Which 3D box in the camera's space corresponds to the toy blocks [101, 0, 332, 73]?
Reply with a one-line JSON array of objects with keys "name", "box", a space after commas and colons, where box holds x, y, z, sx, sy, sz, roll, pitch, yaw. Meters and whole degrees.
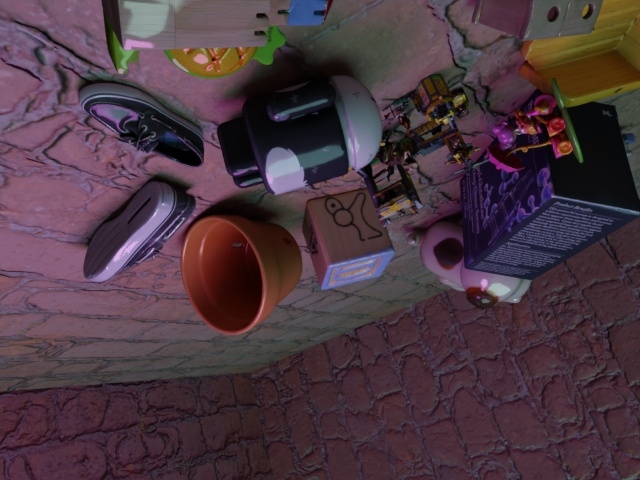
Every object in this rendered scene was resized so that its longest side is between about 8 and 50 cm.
[{"name": "toy blocks", "box": [-0.063, -0.332, 0.411, 0.260, 0.191, 0.381, -14, 143, -27]}]

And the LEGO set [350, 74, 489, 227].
[{"name": "LEGO set", "box": [0.188, -0.164, 0.991, 0.331, 0.192, 0.255, -24, 158, 13]}]

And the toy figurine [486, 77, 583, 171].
[{"name": "toy figurine", "box": [0.409, -0.207, 0.929, 0.159, 0.173, 0.130, -19, -160, 27]}]

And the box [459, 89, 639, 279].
[{"name": "box", "box": [0.536, -0.115, 1.172, 0.211, 0.294, 0.395, 10, 152, -8]}]

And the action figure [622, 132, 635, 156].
[{"name": "action figure", "box": [0.763, -0.210, 1.360, 0.341, 0.179, 0.330, -8, 167, -15]}]

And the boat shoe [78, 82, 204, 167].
[{"name": "boat shoe", "box": [-0.278, -0.175, 0.764, 0.080, 0.076, 0.228, -27, 157, 22]}]

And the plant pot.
[{"name": "plant pot", "box": [-0.184, 0.069, 1.191, 0.291, 0.291, 0.203, -34, 169, 35]}]

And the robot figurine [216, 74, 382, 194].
[{"name": "robot figurine", "box": [-0.032, -0.184, 0.814, 0.278, 0.209, 0.174, -17, 116, -1]}]

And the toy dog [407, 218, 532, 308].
[{"name": "toy dog", "box": [0.517, 0.059, 1.529, 0.395, 0.408, 0.285, 28, 97, -17]}]

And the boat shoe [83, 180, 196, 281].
[{"name": "boat shoe", "box": [-0.398, 0.000, 1.030, 0.335, 0.121, 0.119, -33, 150, 29]}]

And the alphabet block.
[{"name": "alphabet block", "box": [0.069, -0.001, 1.287, 0.192, 0.197, 0.193, -11, 157, -14]}]

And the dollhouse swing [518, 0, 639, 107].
[{"name": "dollhouse swing", "box": [0.575, -0.319, 0.771, 0.315, 0.305, 0.347, -16, 159, -4]}]

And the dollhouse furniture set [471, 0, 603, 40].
[{"name": "dollhouse furniture set", "box": [0.326, -0.403, 0.671, 0.128, 0.129, 0.184, -12, 128, -16]}]

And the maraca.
[{"name": "maraca", "box": [-0.121, -0.279, 0.609, 0.185, 0.099, 0.127, -21, 134, -34]}]
